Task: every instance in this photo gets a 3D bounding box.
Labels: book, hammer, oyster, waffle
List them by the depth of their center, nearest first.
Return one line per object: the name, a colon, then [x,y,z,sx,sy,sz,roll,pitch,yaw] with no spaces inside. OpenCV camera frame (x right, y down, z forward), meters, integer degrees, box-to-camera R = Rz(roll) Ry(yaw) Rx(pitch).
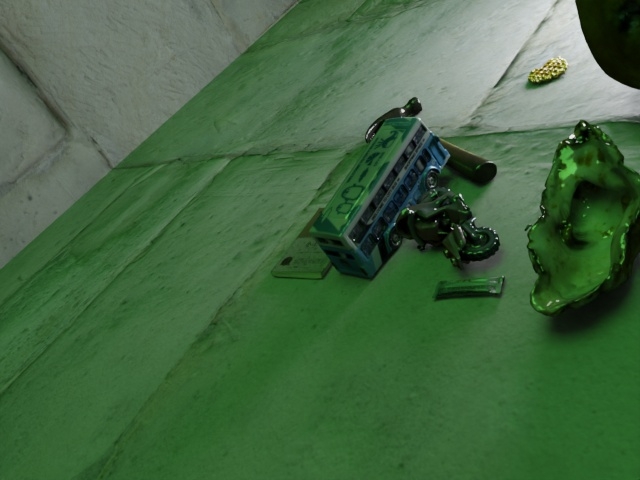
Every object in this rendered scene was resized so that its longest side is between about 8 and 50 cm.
oyster: [0.366,-0.033,0.875,0.166,0.110,0.341,-22,34,29]
book: [0.000,0.000,1.265,0.138,0.016,0.198,-1,42,43]
hammer: [0.229,-0.206,1.323,0.168,0.044,0.440,-34,29,-4]
waffle: [0.478,-0.356,1.336,0.085,0.016,0.078,-25,30,15]

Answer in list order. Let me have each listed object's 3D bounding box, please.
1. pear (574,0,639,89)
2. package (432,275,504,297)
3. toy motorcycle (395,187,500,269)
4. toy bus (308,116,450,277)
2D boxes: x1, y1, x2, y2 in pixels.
pear: [0.575,-0.419,1.006,0.352,0.352,0.413,-10,25,34]
package: [0.220,0.070,0.950,0.110,0.015,0.037,-7,38,36]
toy motorcycle: [0.198,-0.017,1.038,0.118,0.084,0.212,-26,34,-4]
toy bus: [0.111,-0.082,1.148,0.106,0.131,0.297,9,59,49]
